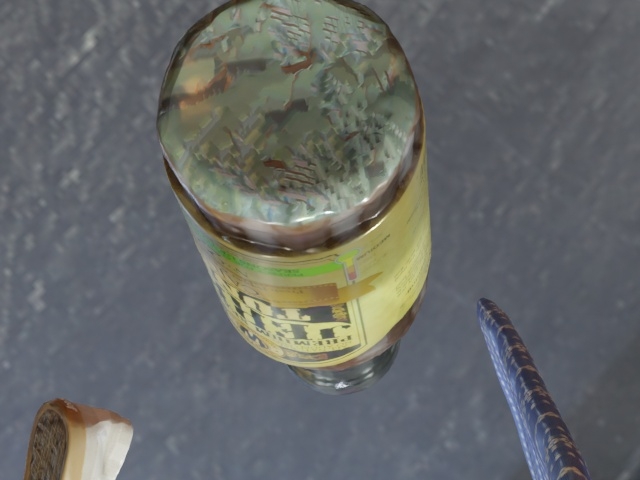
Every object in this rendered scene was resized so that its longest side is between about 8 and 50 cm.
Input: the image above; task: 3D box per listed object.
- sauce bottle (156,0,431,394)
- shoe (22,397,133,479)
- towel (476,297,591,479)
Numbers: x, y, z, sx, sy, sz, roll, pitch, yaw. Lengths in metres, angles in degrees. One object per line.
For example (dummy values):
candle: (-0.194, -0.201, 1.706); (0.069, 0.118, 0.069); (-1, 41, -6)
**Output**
sauce bottle: (0.000, 0.000, 0.893); (0.111, 0.111, 0.344); (-40, 161, -9)
shoe: (-0.183, 0.210, 1.281); (0.058, 0.076, 0.219); (6, 110, -44)
towel: (0.145, 0.191, 1.066); (0.040, 0.336, 0.243); (-18, 106, 2)
